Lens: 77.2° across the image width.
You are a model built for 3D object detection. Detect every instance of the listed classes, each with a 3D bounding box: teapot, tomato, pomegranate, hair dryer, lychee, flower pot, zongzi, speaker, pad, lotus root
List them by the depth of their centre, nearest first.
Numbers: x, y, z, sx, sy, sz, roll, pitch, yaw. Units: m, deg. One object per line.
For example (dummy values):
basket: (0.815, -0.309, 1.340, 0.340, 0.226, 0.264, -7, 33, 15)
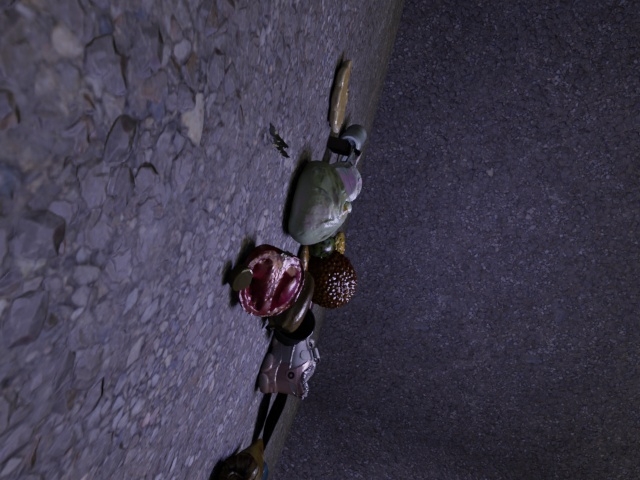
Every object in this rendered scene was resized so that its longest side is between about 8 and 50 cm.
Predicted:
tomato: (-0.136, 0.090, 0.973, 0.189, 0.099, 0.173, 21, 98, -43)
zongzi: (-0.240, 0.735, 1.335, 0.288, 0.134, 0.285, -62, 169, -54)
lotus root: (-0.096, 0.199, 1.346, 0.123, 0.124, 0.241, 113, -2, -57)
flower pot: (-0.106, 0.314, 1.462, 0.106, 0.158, 0.157, 115, -2, -49)
teapot: (0.075, -0.254, 1.608, 0.178, 0.164, 0.221, -137, -131, -86)
speaker: (0.084, -0.380, 1.633, 0.218, 0.082, 0.044, -34, 139, -79)
pomegranate: (0.000, 0.000, 1.717, 0.122, 0.122, 0.161, 38, 44, -82)
pad: (-0.229, 0.772, 1.761, 0.315, 0.063, 0.375, -95, -154, -70)
lychee: (0.046, 0.177, 1.823, 0.267, 0.268, 0.267, 16, 90, -83)
hair dryer: (0.113, -0.359, 1.900, 0.173, 0.108, 0.357, -59, 169, -55)

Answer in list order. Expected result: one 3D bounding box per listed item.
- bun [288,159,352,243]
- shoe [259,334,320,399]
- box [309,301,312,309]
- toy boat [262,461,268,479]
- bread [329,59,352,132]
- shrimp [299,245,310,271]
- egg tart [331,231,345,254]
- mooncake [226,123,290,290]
bun: (0.010, -0.110, 1.280, 0.283, 0.179, 0.283, 15, 90, -85)
shoe: (-0.096, 0.445, 1.567, 0.171, 0.198, 0.350, 95, 14, -60)
box: (-0.079, 0.363, 2.031, 0.120, 0.069, 0.223, 27, 78, -82)
toy boat: (-0.275, 0.917, 1.509, 0.296, 0.122, 0.114, -38, 149, -78)
bread: (0.067, -0.500, 1.426, 0.250, 0.039, 0.181, 96, 13, -53)
shrimp: (-0.074, 0.115, 1.629, 0.115, 0.051, 0.217, -62, 163, -67)
egg tart: (0.039, 0.106, 2.114, 0.341, 0.132, 0.341, 17, 90, -84)
mooncake: (-0.126, -0.066, 0.842, 0.346, 0.057, 0.150, -67, 155, -16)
